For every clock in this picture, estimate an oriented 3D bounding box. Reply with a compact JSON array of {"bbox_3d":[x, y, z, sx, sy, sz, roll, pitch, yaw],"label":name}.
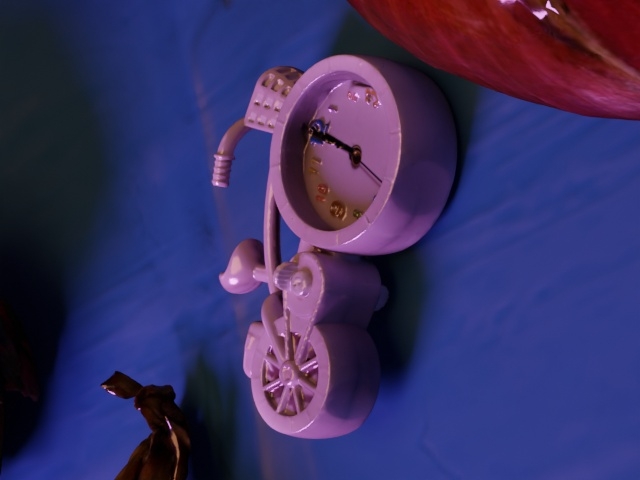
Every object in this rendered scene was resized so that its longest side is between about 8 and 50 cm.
[{"bbox_3d":[0.000,0.000,0.658,0.087,0.041,0.129,20,100,47],"label":"clock"}]

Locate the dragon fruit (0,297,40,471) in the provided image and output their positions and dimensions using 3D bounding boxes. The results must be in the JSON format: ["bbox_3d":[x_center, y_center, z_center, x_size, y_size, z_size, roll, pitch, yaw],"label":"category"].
[{"bbox_3d":[-0.215,0.072,0.835,0.182,0.182,0.188,53,128,38],"label":"dragon fruit"}]

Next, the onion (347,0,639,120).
[{"bbox_3d":[0.073,-0.149,0.485,0.248,0.161,0.248,-24,53,36],"label":"onion"}]

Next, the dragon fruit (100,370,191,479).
[{"bbox_3d":[-0.081,0.170,0.719,0.125,0.125,0.246,138,143,-76],"label":"dragon fruit"}]
